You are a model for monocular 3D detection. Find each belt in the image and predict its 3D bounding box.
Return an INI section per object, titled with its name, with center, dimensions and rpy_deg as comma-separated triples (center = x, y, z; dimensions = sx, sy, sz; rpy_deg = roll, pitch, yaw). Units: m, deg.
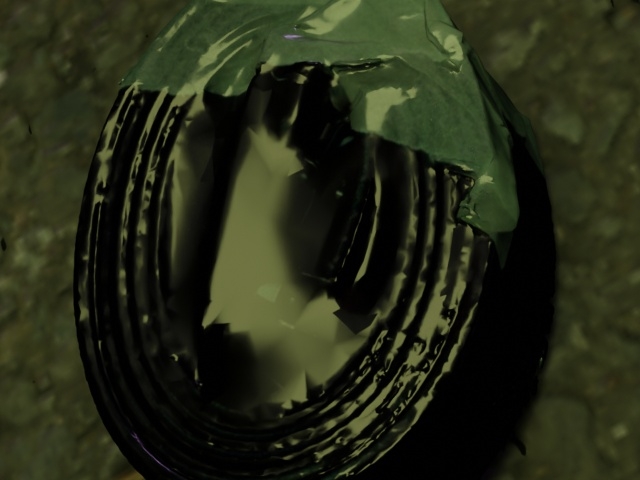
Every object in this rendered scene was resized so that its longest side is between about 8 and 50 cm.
[belt]
center = 0.000, 0.000, 0.646
dimensions = 0.151, 0.078, 0.198
rpy_deg = -7, 66, 24
